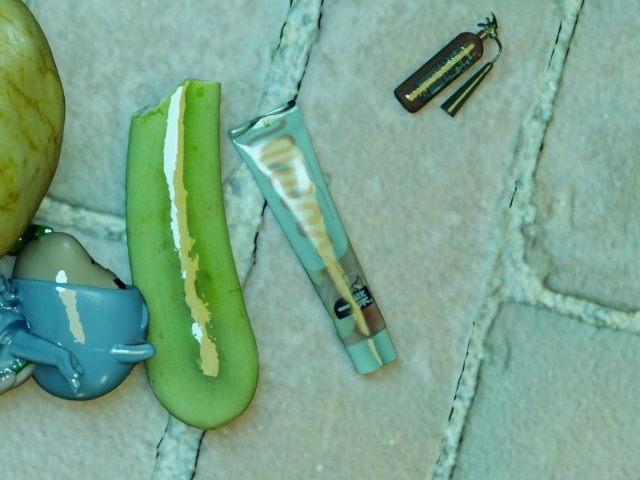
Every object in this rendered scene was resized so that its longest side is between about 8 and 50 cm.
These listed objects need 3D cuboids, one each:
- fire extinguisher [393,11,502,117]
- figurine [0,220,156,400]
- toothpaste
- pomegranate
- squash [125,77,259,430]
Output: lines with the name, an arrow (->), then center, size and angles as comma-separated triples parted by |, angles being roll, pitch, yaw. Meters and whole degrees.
fire extinguisher -> 0.105, -0.126, 1.426 | 0.100, 0.032, 0.046 | -40, 93, -5
figurine -> -0.205, 0.043, 1.288 | 0.178, 0.114, 0.145 | -10, 80, -19
toothpaste -> 0.000, 0.000, 1.401 | 0.056, 0.036, 0.205 | -27, 97, -12
pomegranate -> -0.285, -0.074, 1.208 | 0.248, 0.248, 0.248 | -1, 94, -18
squash -> -0.094, 0.012, 1.351 | 0.083, 0.083, 0.250 | -8, 93, -17
